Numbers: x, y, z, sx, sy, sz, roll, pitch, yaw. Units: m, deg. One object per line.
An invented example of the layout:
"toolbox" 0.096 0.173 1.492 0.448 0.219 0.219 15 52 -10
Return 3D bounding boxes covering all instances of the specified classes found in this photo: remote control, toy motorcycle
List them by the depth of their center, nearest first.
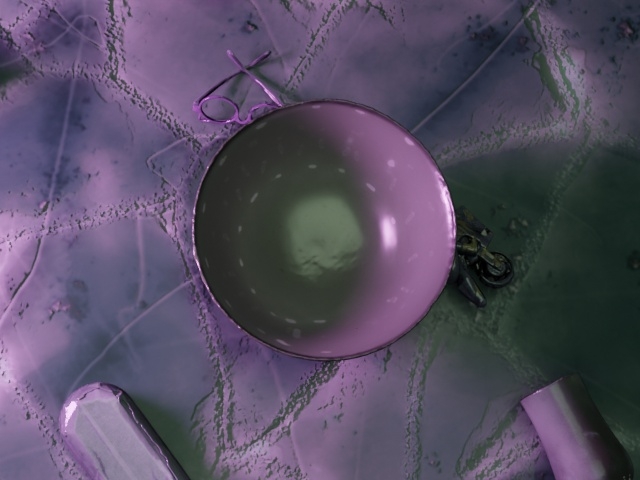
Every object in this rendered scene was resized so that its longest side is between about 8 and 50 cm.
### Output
"remote control" -0.240 0.290 1.821 0.104 0.052 0.247 -37 86 -11
"toy motorcycle" 0.166 0.010 1.919 0.124 0.061 0.193 -38 77 -18

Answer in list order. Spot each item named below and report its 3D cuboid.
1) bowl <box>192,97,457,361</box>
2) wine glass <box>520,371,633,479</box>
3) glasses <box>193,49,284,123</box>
"bowl" 0.000 0.000 1.856 0.337 0.157 0.337 1 78 -5
"wine glass" 0.350 0.290 1.854 0.103 0.103 0.231 -24 77 -10
"glasses" -0.102 -0.209 1.961 0.139 0.062 0.104 7 55 -4
